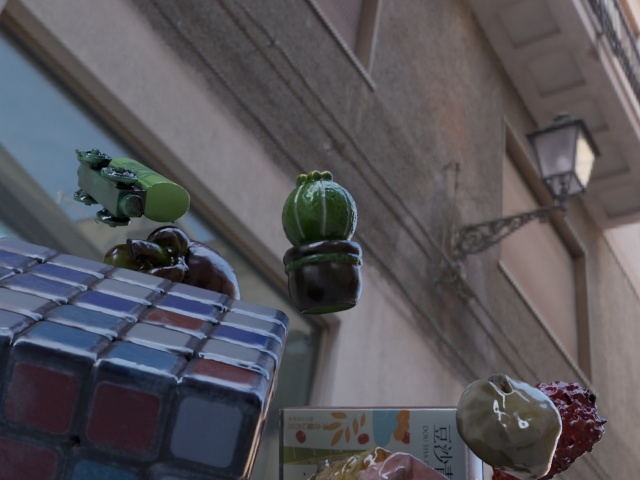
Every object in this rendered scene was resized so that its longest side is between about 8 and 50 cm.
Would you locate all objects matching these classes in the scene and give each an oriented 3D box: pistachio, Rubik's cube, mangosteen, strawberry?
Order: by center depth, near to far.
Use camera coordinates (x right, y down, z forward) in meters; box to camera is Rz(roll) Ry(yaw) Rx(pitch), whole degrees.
[{"bbox_3d":[-0.200,0.182,0.731,0.287,0.291,0.293,15,6,0],"label":"Rubik's cube"},{"bbox_3d":[0.254,0.256,1.274,0.126,0.152,0.223,-22,5,-11],"label":"pistachio"},{"bbox_3d":[-0.253,0.078,1.489,0.215,0.215,0.257,-9,-41,23],"label":"mangosteen"},{"bbox_3d":[0.365,0.322,1.564,0.111,0.236,0.190,58,-28,-13],"label":"strawberry"}]

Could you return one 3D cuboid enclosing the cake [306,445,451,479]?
[{"bbox_3d":[0.096,0.504,1.328,0.307,0.314,0.293,39,-35,-6],"label":"cake"}]

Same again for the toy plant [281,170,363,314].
[{"bbox_3d":[0.000,0.000,1.056,0.093,0.162,0.093,-6,-12,-1],"label":"toy plant"}]

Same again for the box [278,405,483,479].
[{"bbox_3d":[0.113,0.493,1.762,0.385,0.344,0.122,-5,-11,23],"label":"box"}]

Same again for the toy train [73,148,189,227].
[{"bbox_3d":[-0.323,-0.088,1.561,0.157,0.105,0.253,2,14,-33],"label":"toy train"}]
